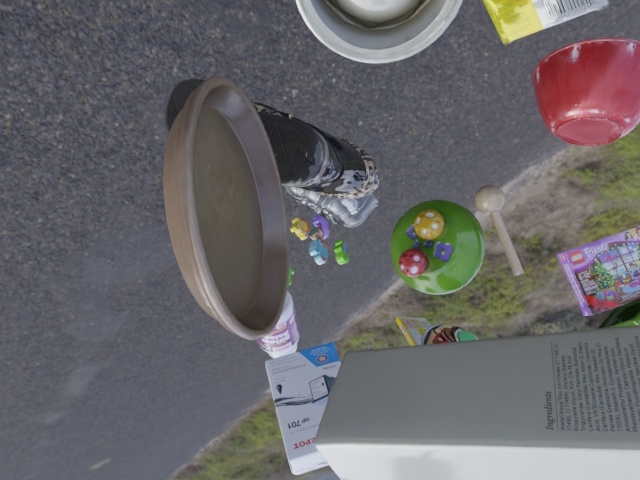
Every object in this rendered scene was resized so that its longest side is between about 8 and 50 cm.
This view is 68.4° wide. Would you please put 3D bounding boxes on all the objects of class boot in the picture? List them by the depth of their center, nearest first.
[{"bbox_3d":[-0.084,-0.181,0.897,0.284,0.377,0.138,3,107,-58],"label":"boot"}]

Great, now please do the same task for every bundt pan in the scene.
[{"bbox_3d":[0.020,-0.150,1.564,0.124,0.331,0.331,-60,154,-5],"label":"bundt pan"}]

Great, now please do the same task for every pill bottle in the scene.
[{"bbox_3d":[-0.165,0.313,1.737,0.169,0.169,0.301,-20,138,-10],"label":"pill bottle"}]

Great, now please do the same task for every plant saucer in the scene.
[{"bbox_3d":[-0.091,-0.032,0.510,0.041,0.277,0.278,-6,159,12],"label":"plant saucer"}]

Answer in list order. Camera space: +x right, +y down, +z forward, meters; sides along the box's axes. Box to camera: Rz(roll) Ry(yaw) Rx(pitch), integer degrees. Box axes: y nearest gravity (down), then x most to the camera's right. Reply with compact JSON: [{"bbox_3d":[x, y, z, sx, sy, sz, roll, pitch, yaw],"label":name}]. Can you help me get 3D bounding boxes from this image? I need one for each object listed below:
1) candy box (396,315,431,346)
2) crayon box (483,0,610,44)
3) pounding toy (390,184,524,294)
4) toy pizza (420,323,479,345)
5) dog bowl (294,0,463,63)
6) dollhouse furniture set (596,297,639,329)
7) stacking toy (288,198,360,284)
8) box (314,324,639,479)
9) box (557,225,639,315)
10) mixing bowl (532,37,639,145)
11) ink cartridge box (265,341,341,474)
[{"bbox_3d":[0.323,0.307,1.502,0.105,0.206,0.027,5,112,-13],"label":"candy box"},{"bbox_3d":[0.362,-0.535,0.829,0.202,0.318,0.081,1,-133,53],"label":"crayon box"},{"bbox_3d":[0.218,0.002,0.850,0.237,0.182,0.110,-16,166,31],"label":"pounding toy"},{"bbox_3d":[0.260,0.220,0.803,0.201,0.201,0.032,-2,137,-41],"label":"toy pizza"},{"bbox_3d":[0.140,-0.647,1.117,0.408,0.150,0.408,3,136,3],"label":"dog bowl"},{"bbox_3d":[0.647,0.286,0.969,0.301,0.197,0.151,-40,165,-14],"label":"dollhouse furniture set"},{"bbox_3d":[0.000,0.000,1.032,0.167,0.221,0.052,-27,124,30],"label":"stacking toy"},{"bbox_3d":[0.142,0.153,0.400,0.275,0.113,0.094,-13,121,31],"label":"box"},{"bbox_3d":[0.895,0.084,1.413,0.293,0.200,0.057,-19,169,-1],"label":"box"},{"bbox_3d":[0.411,-0.206,0.714,0.182,0.098,0.181,14,169,3],"label":"mixing bowl"},{"bbox_3d":[-0.011,0.301,0.860,0.140,0.190,0.082,-14,138,-9],"label":"ink cartridge box"}]
